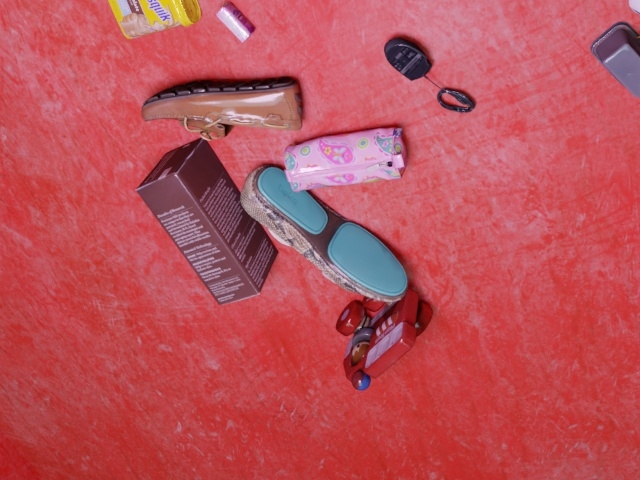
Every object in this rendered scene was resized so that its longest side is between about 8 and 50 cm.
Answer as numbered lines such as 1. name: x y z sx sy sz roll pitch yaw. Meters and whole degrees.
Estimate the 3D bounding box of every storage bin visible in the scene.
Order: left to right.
1. storage bin: 0.606 -0.348 1.329 0.135 0.091 0.098 39 125 -15

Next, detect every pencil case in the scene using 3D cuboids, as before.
1. pencil case: 0.060 -0.185 1.575 0.284 0.124 0.124 -5 123 19

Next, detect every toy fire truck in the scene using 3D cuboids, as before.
1. toy fire truck: 0.150 0.257 1.782 0.169 0.253 0.302 35 126 -10

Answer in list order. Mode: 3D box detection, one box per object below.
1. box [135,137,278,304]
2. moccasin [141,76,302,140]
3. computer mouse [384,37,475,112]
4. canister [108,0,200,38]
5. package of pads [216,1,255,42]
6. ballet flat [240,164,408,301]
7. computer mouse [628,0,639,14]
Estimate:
1. box: -0.274 -0.043 1.722 0.143 0.191 0.381 -16 118 25
2. moccasin: -0.228 -0.293 1.577 0.380 0.139 0.146 -2 116 5
3. computer mouse: 0.236 -0.354 1.464 0.242 0.041 0.071 35 135 -19
4. canister: -0.363 -0.515 1.484 0.170 0.073 0.126 -7 122 22
5. package of pads: -0.183 -0.473 1.478 0.032 0.050 0.083 -34 110 32
6. ballet flat: 0.000 0.000 1.723 0.483 0.164 0.182 37 147 -6
7. computer mouse: 0.675 -0.427 1.284 0.193 0.042 0.106 20 128 1
